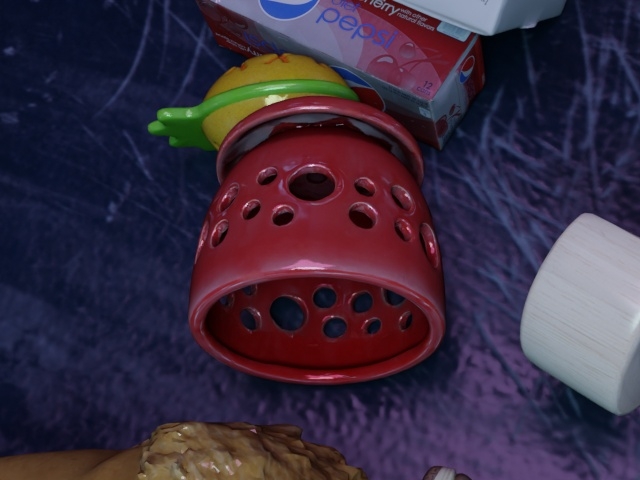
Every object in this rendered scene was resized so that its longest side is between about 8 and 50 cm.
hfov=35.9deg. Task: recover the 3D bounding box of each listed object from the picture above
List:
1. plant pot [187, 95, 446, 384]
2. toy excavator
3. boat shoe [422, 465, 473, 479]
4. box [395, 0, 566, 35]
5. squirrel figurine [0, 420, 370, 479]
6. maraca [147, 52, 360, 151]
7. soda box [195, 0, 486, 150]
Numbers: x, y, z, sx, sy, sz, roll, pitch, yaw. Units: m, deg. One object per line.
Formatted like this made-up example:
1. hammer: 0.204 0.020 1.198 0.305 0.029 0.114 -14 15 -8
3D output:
1. plant pot: 0.000 0.000 0.767 0.191 0.191 0.174 -5 55 10
2. toy excavator: 0.352 -0.110 0.716 0.222 0.433 0.445 32 118 34
3. boat shoe: 0.090 0.288 0.667 0.095 0.095 0.257 9 78 10
4. box: 0.120 -0.268 0.850 0.182 0.181 0.119 27 119 22
5. squirrel figurine: -0.088 0.305 0.553 0.397 0.281 0.370 -22 66 36
6. maraca: -0.057 -0.108 0.861 0.186 0.127 0.099 -9 74 16
7. soda box: 0.016 -0.185 0.897 0.263 0.092 0.083 29 77 22
